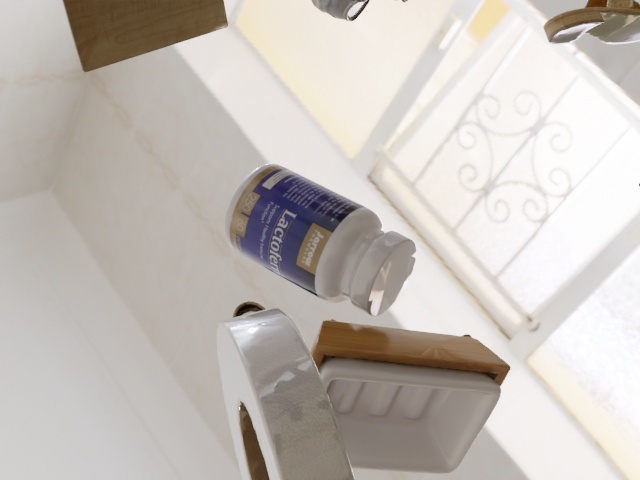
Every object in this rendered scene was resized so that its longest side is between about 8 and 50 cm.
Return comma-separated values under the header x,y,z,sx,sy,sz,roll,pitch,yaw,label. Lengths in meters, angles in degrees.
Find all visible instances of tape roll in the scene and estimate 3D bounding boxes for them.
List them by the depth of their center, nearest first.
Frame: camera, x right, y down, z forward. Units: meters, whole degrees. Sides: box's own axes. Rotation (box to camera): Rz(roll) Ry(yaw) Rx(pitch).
x,y,z,sx,sy,sz,roll,pitch,yaw,label
-0.034,0.268,0.985,0.072,0.392,0.392,-13,-125,-14,tape roll

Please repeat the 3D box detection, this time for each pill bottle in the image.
x,y,z,sx,sy,sz,roll,pitch,yaw,label
0.000,0.000,1.325,0.265,0.153,0.153,27,-144,27,pill bottle

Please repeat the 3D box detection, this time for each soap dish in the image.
x,y,z,sx,sy,sz,roll,pitch,yaw,label
0.098,0.229,1.305,0.291,0.228,0.118,8,-142,-15,soap dish

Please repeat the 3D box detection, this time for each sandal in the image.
x,y,z,sx,sy,sz,roll,pitch,yaw,label
0.397,-0.327,1.244,0.240,0.088,0.079,-11,-101,-34,sandal

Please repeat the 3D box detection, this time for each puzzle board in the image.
x,y,z,sx,sy,sz,roll,pitch,yaw,label
-0.137,-0.194,0.692,0.128,0.096,0.011,-24,-142,-23,puzzle board

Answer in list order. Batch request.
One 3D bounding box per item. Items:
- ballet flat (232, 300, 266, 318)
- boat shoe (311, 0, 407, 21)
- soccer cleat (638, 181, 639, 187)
x,y,z,sx,sy,sz,roll,pitch,yaw,label
-0.097,0.204,1.564,0.108,0.106,0.316,-18,-151,-15,ballet flat
0.077,-0.350,1.112,0.130,0.355,0.132,35,-100,0,boat shoe
0.488,-0.004,1.004,0.331,0.143,0.116,37,-144,-31,soccer cleat
